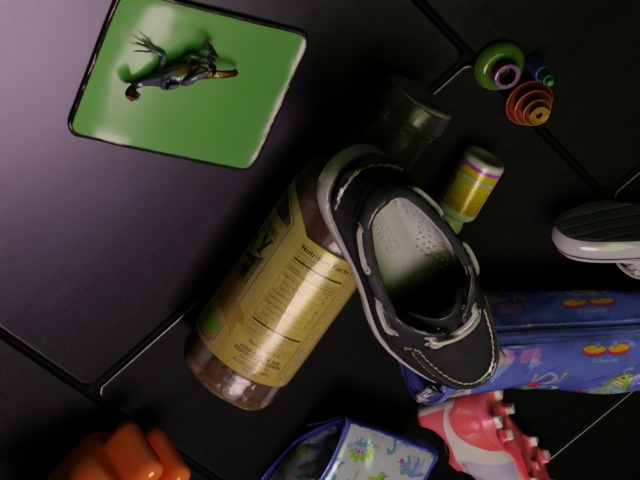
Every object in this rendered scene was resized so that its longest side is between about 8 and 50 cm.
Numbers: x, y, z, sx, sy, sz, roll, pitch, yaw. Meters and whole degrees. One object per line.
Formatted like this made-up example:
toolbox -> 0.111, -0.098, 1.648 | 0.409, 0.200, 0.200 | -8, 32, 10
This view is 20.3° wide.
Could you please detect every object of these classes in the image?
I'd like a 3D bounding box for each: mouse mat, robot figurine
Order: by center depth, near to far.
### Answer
mouse mat -> -0.117, -0.140, 1.594 | 0.189, 0.007, 0.153 | 12, 119, -26
robot figurine -> -0.228, 0.278, 1.776 | 0.128, 0.158, 0.219 | 41, 106, -3

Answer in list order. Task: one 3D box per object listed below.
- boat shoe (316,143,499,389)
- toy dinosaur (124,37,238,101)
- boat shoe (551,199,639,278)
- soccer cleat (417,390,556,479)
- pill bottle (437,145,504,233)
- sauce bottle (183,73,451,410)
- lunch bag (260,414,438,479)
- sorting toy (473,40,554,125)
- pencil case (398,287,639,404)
boat shoe -> 0.092, 0.046, 1.615 | 0.114, 0.091, 0.302 | -40, 128, -3
toy dinosaur -> -0.127, -0.139, 1.563 | 0.082, 0.047, 0.090 | -25, 142, 22
boat shoe -> 0.338, 0.007, 1.826 | 0.226, 0.083, 0.076 | -5, 125, -19
soccer cleat -> 0.189, 0.240, 1.954 | 0.095, 0.083, 0.248 | -9, 139, 23
pill bottle -> 0.141, -0.048, 1.736 | 0.043, 0.043, 0.083 | 15, 117, -29
sauce bottle -> 0.000, 0.000, 1.676 | 0.111, 0.111, 0.344 | 24, 111, -33
lunch bag -> 0.031, 0.249, 1.876 | 0.128, 0.096, 0.151 | 22, 124, -32
sorting toy -> 0.192, -0.145, 1.686 | 0.061, 0.042, 0.102 | -40, 128, 10
pencil case -> 0.227, 0.104, 1.826 | 0.306, 0.133, 0.119 | 0, 83, -22
